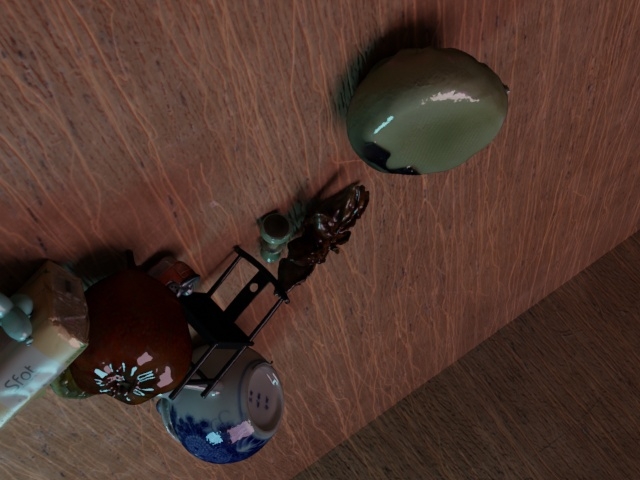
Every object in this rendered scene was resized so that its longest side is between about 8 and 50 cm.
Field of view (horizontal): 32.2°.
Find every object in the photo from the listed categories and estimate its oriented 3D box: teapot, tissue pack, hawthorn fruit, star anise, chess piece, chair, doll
[{"bbox_3d":[-0.230,0.339,2.317,0.280,0.252,0.424,-8,156,29],"label":"teapot"},{"bbox_3d":[-0.453,0.159,1.682,0.222,0.186,0.090,-41,123,14],"label":"tissue pack"},{"bbox_3d":[-0.307,0.132,1.792,0.208,0.248,0.208,2,150,1],"label":"hawthorn fruit"},{"bbox_3d":[0.000,0.000,2.123,0.288,0.088,0.288,-50,174,-7],"label":"star anise"},{"bbox_3d":[-0.089,0.006,2.093,0.059,0.059,0.149,-29,161,-19],"label":"chess piece"},{"bbox_3d":[-0.201,0.150,2.020,0.260,0.154,0.141,-51,158,12],"label":"chair"},{"bbox_3d":[-0.459,0.079,1.549,0.059,0.159,0.158,-40,159,1],"label":"doll"}]

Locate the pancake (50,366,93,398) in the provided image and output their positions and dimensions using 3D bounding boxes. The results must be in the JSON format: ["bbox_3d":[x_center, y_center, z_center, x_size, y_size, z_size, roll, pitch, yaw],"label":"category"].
[{"bbox_3d":[-0.392,0.214,2.062,0.253,0.037,0.253,-31,157,-15],"label":"pancake"}]

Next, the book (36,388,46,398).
[{"bbox_3d":[-0.543,0.279,1.991,0.111,0.014,0.077,-23,153,-31],"label":"book"}]

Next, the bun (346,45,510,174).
[{"bbox_3d":[0.171,-0.239,1.875,0.283,0.179,0.283,-12,154,-6],"label":"bun"}]

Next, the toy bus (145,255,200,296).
[{"bbox_3d":[-0.292,0.098,1.928,0.174,0.077,0.079,-44,172,12],"label":"toy bus"}]
